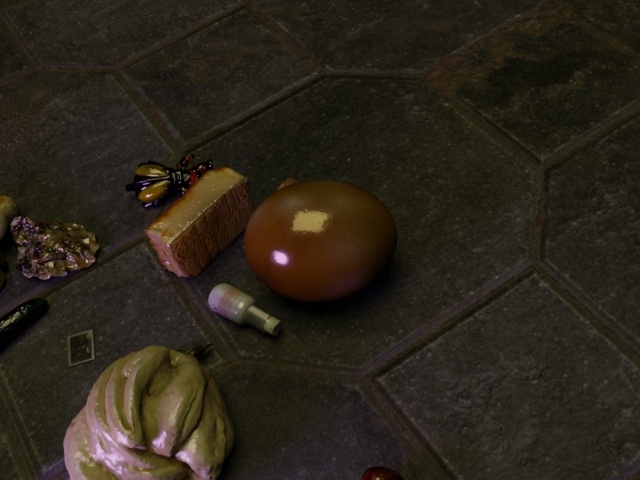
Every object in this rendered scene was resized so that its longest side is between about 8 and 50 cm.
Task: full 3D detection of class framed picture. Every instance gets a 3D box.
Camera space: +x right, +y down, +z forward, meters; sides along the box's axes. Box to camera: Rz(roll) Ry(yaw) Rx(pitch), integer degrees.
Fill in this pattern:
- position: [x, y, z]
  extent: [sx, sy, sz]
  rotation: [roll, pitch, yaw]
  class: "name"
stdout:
- position: [-0.575, 0.258, 1.905]
  extent: [0.066, 0.006, 0.089]
  rotation: [-16, 51, -1]
  class: "framed picture"

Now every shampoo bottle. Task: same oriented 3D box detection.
- position: [-0.173, 0.166, 1.857]
  extent: [0.192, 0.074, 0.074]
  rotation: [24, 60, 26]
  class: "shampoo bottle"

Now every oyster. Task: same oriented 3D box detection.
- position: [-0.699, 0.009, 2.085]
  extent: [0.223, 0.083, 0.214]
  rotation: [-17, 53, -11]
  class: "oyster"

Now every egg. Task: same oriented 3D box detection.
- position: [0.000, 0.000, 1.820]
  extent: [0.351, 0.282, 0.282]
  rotation: [-9, 51, -1]
  class: "egg"

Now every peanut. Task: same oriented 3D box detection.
- position: [-0.871, -0.059, 2.139]
  extent: [0.087, 0.087, 0.206]
  rotation: [-12, 26, 1]
  class: "peanut"

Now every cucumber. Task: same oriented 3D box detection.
- position: [-0.773, 0.219, 1.938]
  extent: [0.067, 0.067, 0.245]
  rotation: [32, 65, 30]
  class: "cucumber"

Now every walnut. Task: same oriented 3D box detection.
- position: [-0.077, -0.117, 2.062]
  extent: [0.079, 0.082, 0.096]
  rotation: [33, 66, -4]
  class: "walnut"

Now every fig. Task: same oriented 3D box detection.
- position: [0.113, 0.506, 1.540]
  extent: [0.089, 0.089, 0.125]
  rotation: [11, 82, 19]
  class: "fig"

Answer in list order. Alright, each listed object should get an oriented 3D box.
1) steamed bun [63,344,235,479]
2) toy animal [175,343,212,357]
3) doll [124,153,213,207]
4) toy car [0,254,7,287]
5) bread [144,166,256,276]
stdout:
- position: [-0.346, 0.388, 1.603]
  extent: [0.372, 0.230, 0.325]
  rotation: [-38, 71, -23]
  class: "steamed bun"
- position: [-0.341, 0.275, 1.809]
  extent: [0.202, 0.070, 0.105]
  rotation: [-23, 18, -9]
  class: "toy animal"
- position: [-0.413, -0.165, 2.159]
  extent: [0.249, 0.088, 0.127]
  rotation: [-5, 51, 2]
  class: "doll"
- position: [-0.942, 0.065, 2.043]
  extent: [0.248, 0.142, 0.200]
  rotation: [29, 61, 27]
  class: "toy car"
- position: [-0.292, -0.047, 1.981]
  extent: [0.114, 0.184, 0.275]
  rotation: [35, 66, 27]
  class: "bread"
